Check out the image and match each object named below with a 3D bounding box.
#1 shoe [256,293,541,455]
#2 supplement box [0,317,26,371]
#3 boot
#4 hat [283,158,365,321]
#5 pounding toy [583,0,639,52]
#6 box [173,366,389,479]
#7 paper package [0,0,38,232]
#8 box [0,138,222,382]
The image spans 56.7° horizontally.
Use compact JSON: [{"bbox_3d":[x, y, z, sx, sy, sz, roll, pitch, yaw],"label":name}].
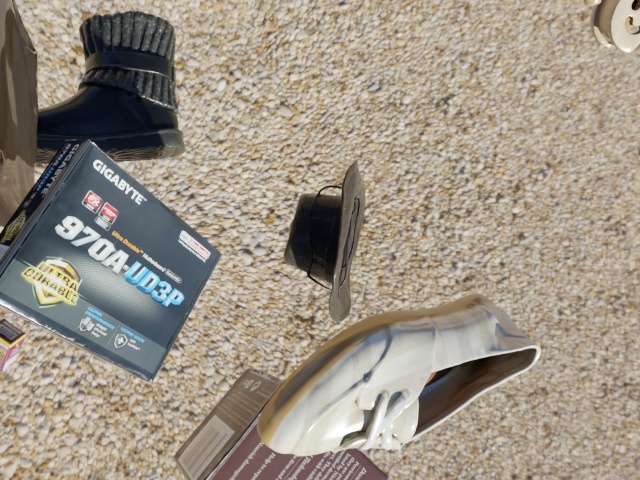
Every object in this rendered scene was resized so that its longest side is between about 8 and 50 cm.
[{"bbox_3d":[0.061,0.084,0.370,0.219,0.058,0.076,-13,131,-39],"label":"shoe"},{"bbox_3d":[-0.602,0.198,1.122,0.055,0.043,0.083,35,119,0],"label":"supplement box"},{"bbox_3d":[-0.415,-0.272,1.048,0.348,0.131,0.260,-8,88,-33],"label":"boot"},{"bbox_3d":[0.000,0.000,1.129,0.134,0.331,0.331,6,88,9],"label":"hat"},{"bbox_3d":[0.603,-0.425,1.078,0.270,0.155,0.154,-8,117,-3],"label":"pounding toy"},{"bbox_3d":[-0.058,0.305,0.798,0.203,0.168,0.167,45,70,-14],"label":"box"},{"bbox_3d":[-0.505,-0.149,0.653,0.325,0.168,0.309,-5,69,-12],"label":"paper package"},{"bbox_3d":[-0.223,0.029,0.630,0.220,0.051,0.175,48,59,-44],"label":"box"}]
